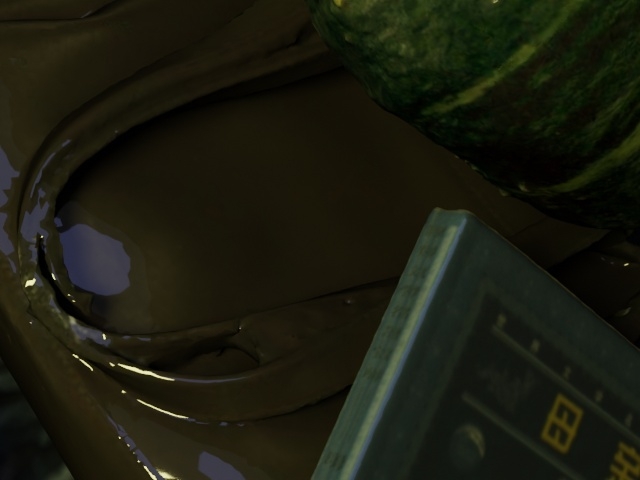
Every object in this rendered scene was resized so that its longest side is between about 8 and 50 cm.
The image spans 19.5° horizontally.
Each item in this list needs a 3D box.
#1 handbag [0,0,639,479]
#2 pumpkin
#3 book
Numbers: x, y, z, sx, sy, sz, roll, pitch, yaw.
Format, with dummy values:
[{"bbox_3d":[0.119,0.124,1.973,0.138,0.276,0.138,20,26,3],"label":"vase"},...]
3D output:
[{"bbox_3d":[0.000,0.000,0.694,0.257,0.113,0.285,-27,73,-29],"label":"handbag"},{"bbox_3d":[0.075,-0.103,0.627,0.212,0.152,0.211,19,51,-25],"label":"pumpkin"},{"bbox_3d":[0.048,0.151,0.602,0.191,0.025,0.269,38,69,-35],"label":"book"}]
